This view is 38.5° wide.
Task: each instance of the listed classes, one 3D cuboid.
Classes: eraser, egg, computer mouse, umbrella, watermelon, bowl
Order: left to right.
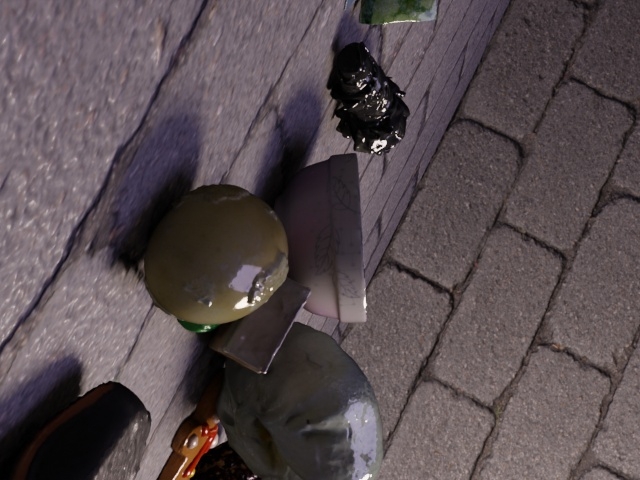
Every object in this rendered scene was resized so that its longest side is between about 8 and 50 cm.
[{"bbox_3d":[-0.287,0.278,0.976,0.323,0.116,0.183,-62,171,-59],"label":"computer mouse"},{"bbox_3d":[-0.122,0.016,1.073,0.201,0.164,0.164,-40,154,-59],"label":"egg"},{"bbox_3d":[-0.099,0.124,1.414,0.144,0.078,0.343,-60,-174,-9],"label":"eraser"},{"bbox_3d":[0.000,0.000,1.540,0.287,0.143,0.287,-4,90,-88],"label":"bowl"},{"bbox_3d":[0.074,-0.239,1.609,0.336,0.128,0.154,9,91,-74],"label":"umbrella"},{"bbox_3d":[0.136,-0.412,1.518,0.158,0.121,0.098,-50,142,-69],"label":"watermelon"}]

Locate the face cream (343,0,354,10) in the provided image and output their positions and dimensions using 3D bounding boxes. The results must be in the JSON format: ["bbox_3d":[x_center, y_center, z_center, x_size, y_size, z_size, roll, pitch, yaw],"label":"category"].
[{"bbox_3d":[0.140,-0.492,1.405,0.385,0.086,0.136,-50,163,-39],"label":"face cream"}]

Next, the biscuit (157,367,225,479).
[{"bbox_3d":[-0.242,0.393,1.728,0.205,0.049,0.324,79,36,-73],"label":"biscuit"}]

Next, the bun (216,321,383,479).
[{"bbox_3d":[-0.056,0.316,1.620,0.194,0.354,0.354,-24,144,-43],"label":"bun"}]

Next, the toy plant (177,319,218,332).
[{"bbox_3d":[-0.136,0.056,1.300,0.240,0.088,0.155,-30,143,-80],"label":"toy plant"}]

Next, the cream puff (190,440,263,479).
[{"bbox_3d":[-0.197,0.533,1.950,0.239,0.164,0.239,-61,169,-20],"label":"cream puff"}]
